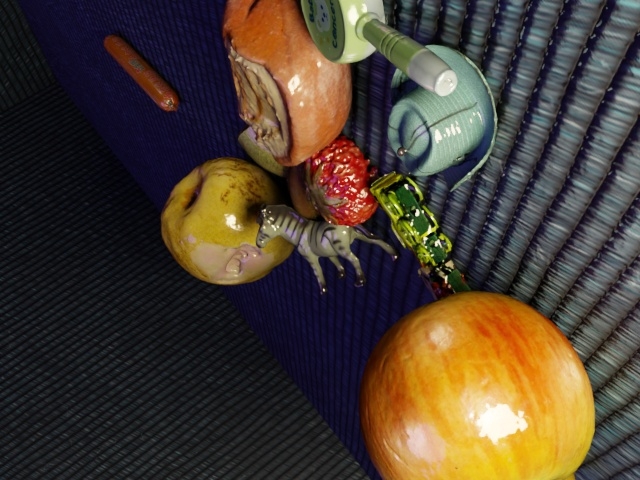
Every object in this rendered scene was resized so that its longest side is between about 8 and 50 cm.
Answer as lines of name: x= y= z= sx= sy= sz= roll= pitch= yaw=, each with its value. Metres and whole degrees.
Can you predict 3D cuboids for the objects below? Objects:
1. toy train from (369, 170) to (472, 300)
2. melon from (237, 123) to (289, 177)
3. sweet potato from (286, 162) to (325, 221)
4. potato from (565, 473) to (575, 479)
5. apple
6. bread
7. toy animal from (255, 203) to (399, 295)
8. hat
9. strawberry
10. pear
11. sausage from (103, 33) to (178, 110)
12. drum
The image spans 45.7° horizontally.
toy train: x=0.151 y=0.024 z=1.031 sx=0.250 sy=0.053 sz=0.085 roll=60 pitch=172 yaw=-17
melon: x=-0.080 y=-0.153 z=1.283 sx=0.128 sy=0.079 sz=0.160 roll=56 pitch=164 yaw=1
sweet potato: x=-0.016 y=-0.091 z=1.246 sx=0.077 sy=0.077 sz=0.244 roll=46 pitch=157 yaw=30
potato: x=0.252 y=0.284 z=1.084 sx=0.203 sy=0.178 sz=0.158 roll=-144 pitch=37 yaw=-84
apple: x=0.181 y=0.193 z=0.899 sx=0.286 sy=0.286 sz=0.233 roll=85 pitch=163 yaw=-60
bread: x=-0.040 y=-0.205 z=0.989 sx=0.190 sy=0.123 sz=0.244 roll=44 pitch=162 yaw=29
toy animal: x=0.002 y=-0.003 z=1.227 sx=0.217 sy=0.073 sz=0.176 roll=-17 pitch=113 yaw=44
hat: x=0.114 y=-0.115 z=0.799 sx=0.138 sy=0.078 sz=0.191 roll=56 pitch=165 yaw=15
strawberry: x=0.024 y=-0.084 z=1.115 sx=0.145 sy=0.086 sz=0.145 roll=47 pitch=161 yaw=21
pear: x=-0.178 y=-0.032 z=1.522 sx=0.271 sy=0.271 sz=0.271 roll=49 pitch=163 yaw=20
sausage: x=-0.438 y=-0.412 z=1.842 sx=0.348 sy=0.053 sz=0.053 roll=46 pitch=162 yaw=30
drum: x=0.051 y=-0.227 z=0.754 sx=0.253 sy=0.049 sz=0.130 roll=38 pitch=145 yaw=58
